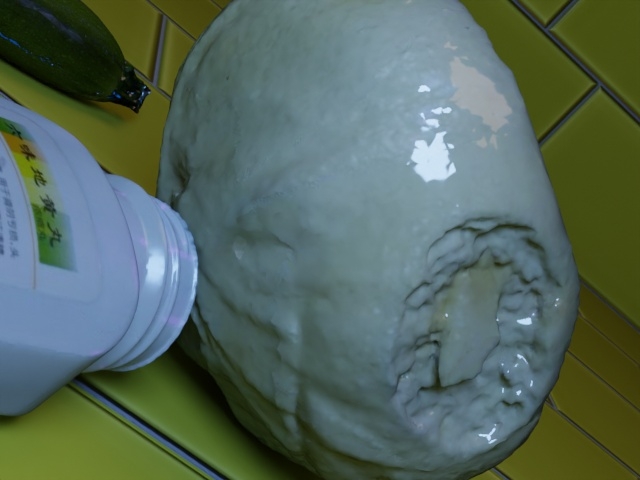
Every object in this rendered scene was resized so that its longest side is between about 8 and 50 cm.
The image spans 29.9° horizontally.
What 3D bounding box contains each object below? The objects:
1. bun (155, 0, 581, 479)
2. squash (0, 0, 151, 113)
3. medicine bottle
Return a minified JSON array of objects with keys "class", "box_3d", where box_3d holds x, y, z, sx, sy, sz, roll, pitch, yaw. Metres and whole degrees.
[{"class":"bun","box_3d":[-0.004,0.001,0.792,0.202,0.364,0.364,-16,48,-22]},{"class":"squash","box_3d":[-0.260,-0.193,1.033,0.331,0.087,0.087,30,20,-47]},{"class":"medicine bottle","box_3d":[-0.199,-0.007,0.598,0.324,0.124,0.179,19,37,-55]}]
